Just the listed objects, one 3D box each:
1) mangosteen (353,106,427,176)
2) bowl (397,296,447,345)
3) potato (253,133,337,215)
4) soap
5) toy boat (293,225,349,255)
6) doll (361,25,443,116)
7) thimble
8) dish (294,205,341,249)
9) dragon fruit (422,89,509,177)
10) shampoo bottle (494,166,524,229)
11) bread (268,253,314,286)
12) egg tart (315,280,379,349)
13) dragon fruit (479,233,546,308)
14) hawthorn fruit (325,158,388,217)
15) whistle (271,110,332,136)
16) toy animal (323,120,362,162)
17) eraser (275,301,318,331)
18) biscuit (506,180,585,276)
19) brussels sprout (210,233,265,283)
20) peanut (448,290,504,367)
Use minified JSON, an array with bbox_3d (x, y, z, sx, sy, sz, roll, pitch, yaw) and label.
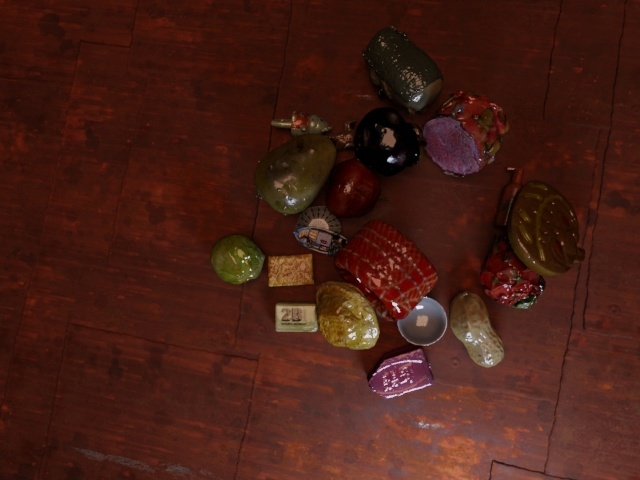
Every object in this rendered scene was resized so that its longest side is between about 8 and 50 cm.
[{"bbox_3d":[0.265,-0.363,1.553,0.288,0.287,0.233,29,97,7],"label":"mangosteen"},{"bbox_3d":[0.391,0.311,1.599,0.189,0.086,0.188,-1,85,6],"label":"bowl"},{"bbox_3d":[-0.099,-0.281,1.628,0.270,0.219,0.359,37,81,13],"label":"potato"},{"bbox_3d":[0.302,0.516,1.593,0.250,0.099,0.162,-21,92,5],"label":"soap"},{"bbox_3d":[0.000,0.000,1.591,0.223,0.097,0.100,16,87,0],"label":"toy boat"},{"bbox_3d":[0.313,-0.655,1.603,0.247,0.247,0.349,-37,87,3],"label":"doll"},{"bbox_3d":[0.232,0.114,1.503,0.230,0.350,0.350,-44,83,-10],"label":"thimble"},{"bbox_3d":[-0.009,-0.049,1.674,0.191,0.066,0.190,0,89,1],"label":"dish"},{"bbox_3d":[0.573,-0.428,1.536,0.263,0.314,0.296,-43,91,-14],"label":"dragon fruit"},{"bbox_3d":[0.746,-0.164,1.592,0.086,0.085,0.244,13,86,7],"label":"shampoo bottle"},{"bbox_3d":[-0.120,0.121,1.675,0.189,0.068,0.125,-3,86,6],"label":"bread"},{"bbox_3d":[0.076,0.300,1.533,0.128,0.319,0.319,-33,82,-38],"label":"egg tart"},{"bbox_3d":[0.712,0.110,1.526,0.234,0.233,0.292,1,66,6],"label":"dragon fruit"},{"bbox_3d":[0.149,-0.198,1.608,0.266,0.210,0.230,6,107,-25],"label":"hawthorn fruit"},{"bbox_3d":[-0.076,-0.480,1.691,0.254,0.102,0.105,5,95,2],"label":"whistle"},{"bbox_3d":[0.108,-0.396,1.677,0.188,0.089,0.179,-6,99,-5],"label":"toy animal"},{"bbox_3d":[-0.097,0.311,1.666,0.172,0.058,0.117,0,87,6],"label":"eraser"},{"bbox_3d":[0.834,-0.040,1.477,0.351,0.070,0.394,34,57,-9],"label":"biscuit"},{"bbox_3d":[-0.343,0.074,1.656,0.223,0.161,0.223,-2,81,11],"label":"brussels sprout"},{"bbox_3d":[0.578,0.340,1.547,0.159,0.143,0.291,-22,84,-19],"label":"peanut"}]
